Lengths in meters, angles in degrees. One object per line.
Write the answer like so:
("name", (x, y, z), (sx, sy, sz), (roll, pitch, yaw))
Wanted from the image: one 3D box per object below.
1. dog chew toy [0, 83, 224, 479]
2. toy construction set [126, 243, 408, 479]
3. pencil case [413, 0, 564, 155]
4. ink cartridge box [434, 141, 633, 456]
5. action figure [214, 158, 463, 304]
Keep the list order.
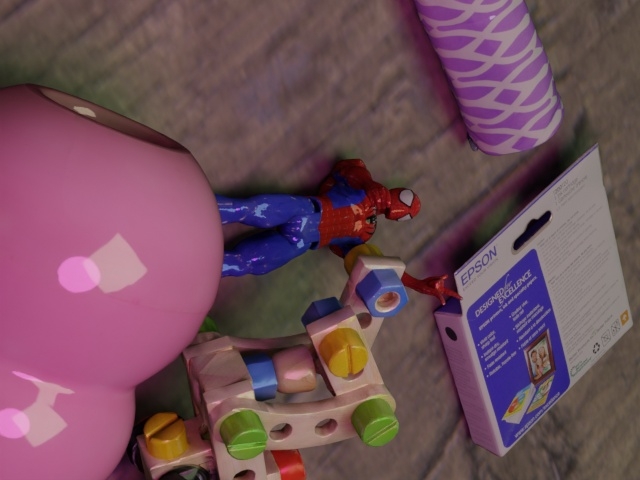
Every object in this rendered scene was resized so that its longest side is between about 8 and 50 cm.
("dog chew toy", (-0.193, 0.077, 1.211), (0.206, 0.206, 0.332), (15, 100, -49))
("toy construction set", (-0.019, 0.172, 1.410), (0.215, 0.151, 0.328), (-18, 120, -12))
("pencil case", (0.131, -0.161, 1.556), (0.088, 0.086, 0.206), (-83, 156, -44))
("ink cartridge box", (0.187, 0.047, 1.716), (0.206, 0.045, 0.208), (-40, 131, -31))
("action figure", (0.000, 0.000, 1.436), (0.280, 0.139, 0.091), (-15, 116, -46))
